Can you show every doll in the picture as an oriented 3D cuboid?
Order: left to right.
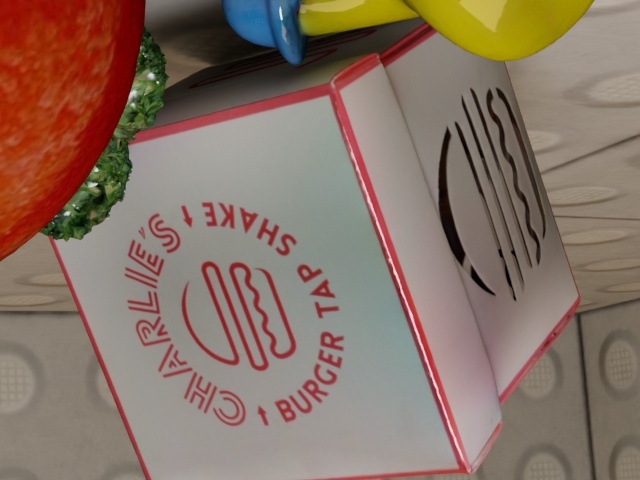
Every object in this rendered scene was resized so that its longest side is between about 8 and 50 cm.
[{"bbox_3d":[0.083,-0.183,0.967,0.363,0.145,0.199,-4,-179,45],"label":"doll"}]

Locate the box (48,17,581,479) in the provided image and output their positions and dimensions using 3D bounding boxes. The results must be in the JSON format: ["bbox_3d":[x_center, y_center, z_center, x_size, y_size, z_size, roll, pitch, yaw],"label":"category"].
[{"bbox_3d":[0.000,0.000,1.224,0.312,0.314,0.300,-10,-163,34],"label":"box"}]

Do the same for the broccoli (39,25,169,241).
[{"bbox_3d":[-0.264,-0.085,1.005,0.307,0.275,0.308,4,151,2],"label":"broccoli"}]

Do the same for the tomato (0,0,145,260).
[{"bbox_3d":[-0.230,-0.137,0.620,0.289,0.325,0.293,-34,151,13],"label":"tomato"}]
